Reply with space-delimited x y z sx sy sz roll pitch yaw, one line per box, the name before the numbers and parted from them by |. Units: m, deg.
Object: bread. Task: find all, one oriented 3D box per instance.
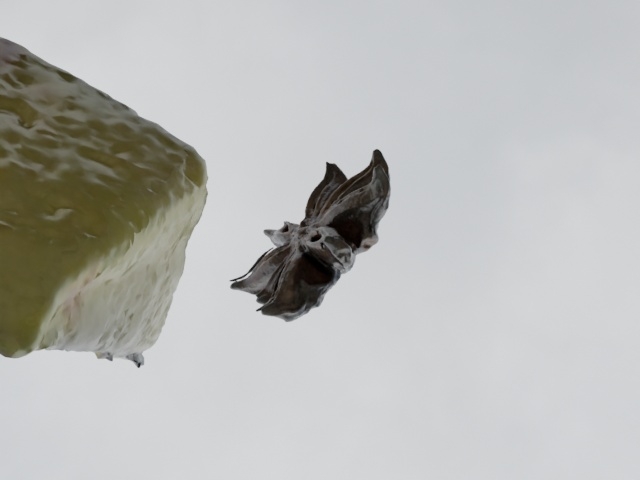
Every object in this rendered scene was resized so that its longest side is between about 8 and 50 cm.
bread | -0.190 -0.005 0.477 0.240 0.135 0.178 25 -148 9

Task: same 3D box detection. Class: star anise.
star anise | 0.002 -0.001 0.758 0.042 0.141 0.141 40 -125 -17
